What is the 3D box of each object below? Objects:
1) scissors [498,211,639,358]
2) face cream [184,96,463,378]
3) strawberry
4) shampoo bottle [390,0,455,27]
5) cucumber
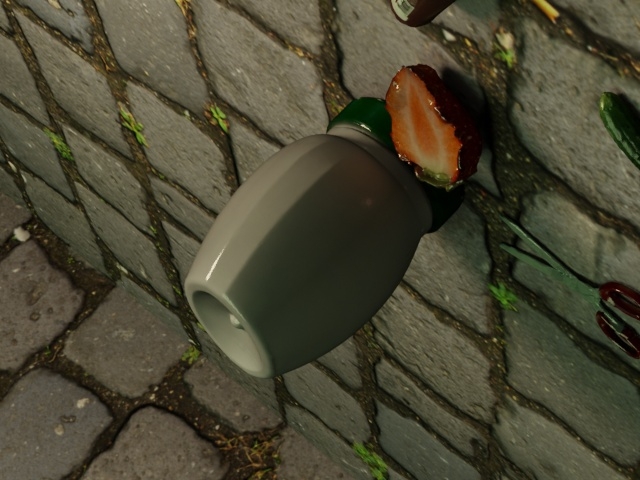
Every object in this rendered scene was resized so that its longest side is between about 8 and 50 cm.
[{"bbox_3d":[0.327,0.052,2.079,0.248,0.017,0.144,38,159,25],"label":"scissors"},{"bbox_3d":[0.000,0.000,2.118,0.219,0.357,0.312,35,158,27],"label":"face cream"},{"bbox_3d":[0.138,-0.147,1.969,0.146,0.082,0.187,19,141,42],"label":"strawberry"},{"bbox_3d":[0.136,-0.295,1.701,0.068,0.067,0.236,37,161,-6],"label":"shampoo bottle"},{"bbox_3d":[0.346,-0.095,1.714,0.155,0.037,0.037,48,160,-6],"label":"cucumber"}]
